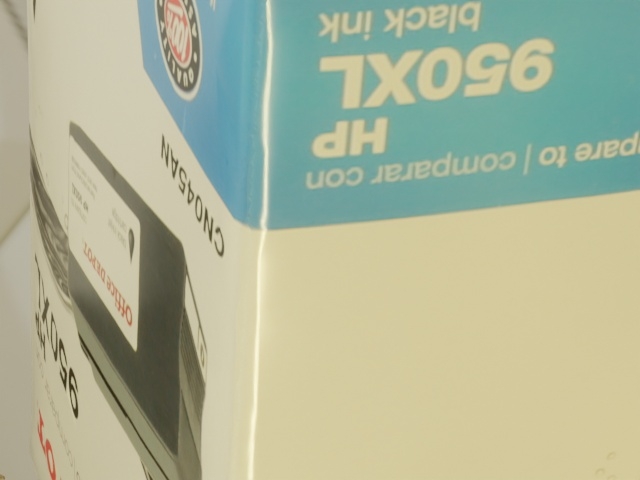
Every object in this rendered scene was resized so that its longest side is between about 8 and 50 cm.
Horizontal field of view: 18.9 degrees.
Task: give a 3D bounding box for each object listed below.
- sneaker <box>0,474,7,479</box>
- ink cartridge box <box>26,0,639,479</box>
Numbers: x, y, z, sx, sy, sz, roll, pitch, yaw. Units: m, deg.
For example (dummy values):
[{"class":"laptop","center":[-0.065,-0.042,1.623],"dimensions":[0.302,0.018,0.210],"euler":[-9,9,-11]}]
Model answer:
[{"class":"sneaker","center":[-0.256,0.136,0.883],"dimensions":[0.296,0.112,0.131],"euler":[22,-146,-3]},{"class":"ink cartridge box","center":[0.000,0.000,0.691],"dimensions":[0.166,0.394,0.285],"euler":[-8,-145,-18]}]
